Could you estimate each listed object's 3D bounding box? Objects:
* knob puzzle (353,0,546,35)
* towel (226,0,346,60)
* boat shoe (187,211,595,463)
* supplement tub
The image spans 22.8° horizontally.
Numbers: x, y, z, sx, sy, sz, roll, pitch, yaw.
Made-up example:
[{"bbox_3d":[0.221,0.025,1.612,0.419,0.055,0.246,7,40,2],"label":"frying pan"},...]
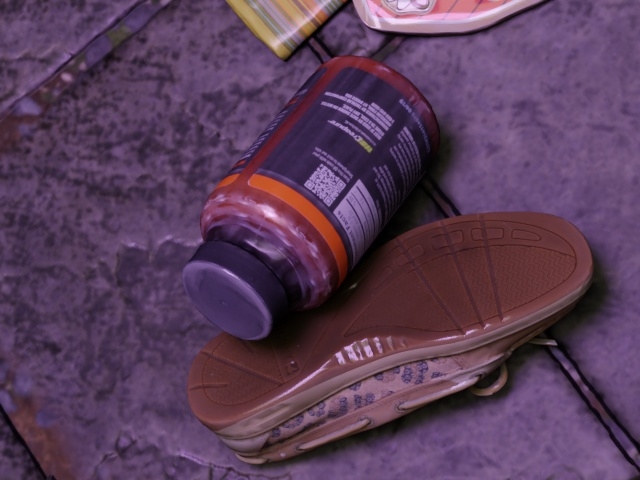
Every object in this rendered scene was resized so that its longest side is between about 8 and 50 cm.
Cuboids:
[{"bbox_3d":[0.091,-0.232,1.131,0.213,0.030,0.213,-2,83,12],"label":"knob puzzle"},{"bbox_3d":[0.027,-0.246,1.176,0.237,0.021,0.102,-41,74,5],"label":"towel"},{"bbox_3d":[0.053,0.067,1.070,0.285,0.089,0.105,-21,46,11],"label":"boat shoe"},{"bbox_3d":[-0.010,-0.027,1.050,0.106,0.106,0.198,25,56,22],"label":"supplement tub"}]
